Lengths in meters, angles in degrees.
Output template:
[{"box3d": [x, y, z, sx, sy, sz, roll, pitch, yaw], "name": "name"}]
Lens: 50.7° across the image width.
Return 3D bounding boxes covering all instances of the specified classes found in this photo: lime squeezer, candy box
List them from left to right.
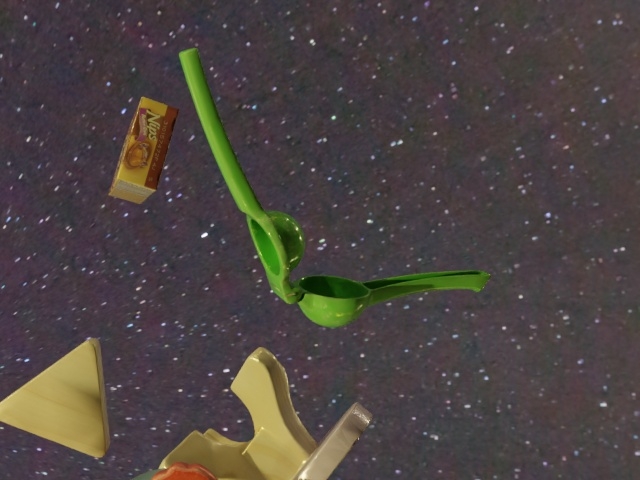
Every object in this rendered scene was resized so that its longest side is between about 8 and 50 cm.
[{"box3d": [-0.239, -0.114, 0.903, 0.053, 0.187, 0.109, 17, -99, -20], "name": "candy box"}, {"box3d": [0.000, 0.000, 0.493, 0.310, 0.059, 0.110, 35, -75, -28], "name": "lime squeezer"}]

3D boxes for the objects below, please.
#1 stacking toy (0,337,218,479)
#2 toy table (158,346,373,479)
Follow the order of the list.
[{"box3d": [-0.226, 0.239, 0.543, 0.309, 0.130, 0.279, -26, -86, -10], "name": "stacking toy"}, {"box3d": [-0.069, 0.264, 0.872, 0.161, 0.274, 0.252, 38, -157, 9], "name": "toy table"}]
